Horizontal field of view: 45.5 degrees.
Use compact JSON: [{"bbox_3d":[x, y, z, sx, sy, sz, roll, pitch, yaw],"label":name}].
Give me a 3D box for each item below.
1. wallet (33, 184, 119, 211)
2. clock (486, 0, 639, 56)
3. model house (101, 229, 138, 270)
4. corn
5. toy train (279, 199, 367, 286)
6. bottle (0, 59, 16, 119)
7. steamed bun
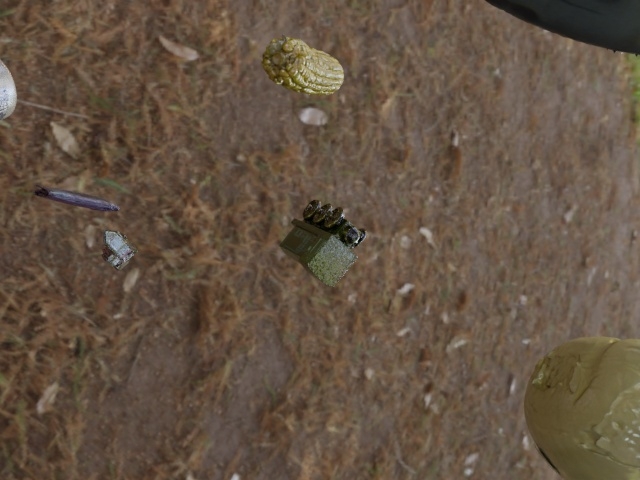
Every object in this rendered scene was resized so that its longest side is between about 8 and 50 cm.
[{"bbox_3d":[-0.549,-0.091,1.718,0.166,0.111,0.030,12,94,-36],"label":"wallet"},{"bbox_3d":[0.183,-0.246,0.415,0.325,0.325,0.067,-60,170,-20],"label":"clock"},{"bbox_3d":[-0.350,0.014,1.301,0.057,0.083,0.058,-44,90,-5],"label":"model house"},{"bbox_3d":[-0.025,-0.338,1.516,0.292,0.101,0.101,-14,110,-70],"label":"corn"},{"bbox_3d":[0.000,0.000,1.499,0.090,0.225,0.137,41,83,-22],"label":"toy train"},{"bbox_3d":[-0.486,-0.164,0.954,0.209,0.110,0.097,-45,167,-51],"label":"bottle"},{"bbox_3d":[0.334,0.216,0.816,0.232,0.273,0.166,29,73,-6],"label":"steamed bun"}]
